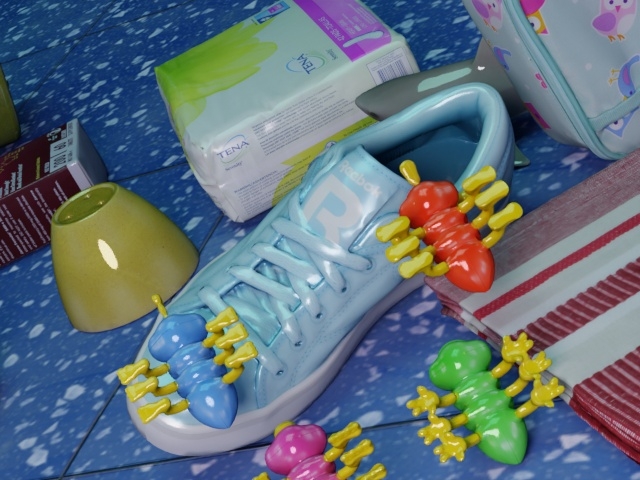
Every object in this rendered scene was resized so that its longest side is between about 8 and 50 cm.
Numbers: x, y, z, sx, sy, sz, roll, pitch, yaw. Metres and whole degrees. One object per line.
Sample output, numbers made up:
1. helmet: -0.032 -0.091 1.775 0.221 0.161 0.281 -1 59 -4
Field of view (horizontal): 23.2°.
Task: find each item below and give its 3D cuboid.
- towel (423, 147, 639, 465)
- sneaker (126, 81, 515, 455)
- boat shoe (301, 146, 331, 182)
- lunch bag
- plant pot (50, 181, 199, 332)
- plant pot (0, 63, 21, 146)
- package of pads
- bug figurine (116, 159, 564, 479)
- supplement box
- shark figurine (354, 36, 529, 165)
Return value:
1. towel: 0.239 0.031 1.021 0.237 0.037 0.329 -31 27 -11
2. sneaker: 0.000 0.000 1.132 0.135 0.150 0.366 37 62 23
3. boat shoe: 0.055 -0.051 1.326 0.183 0.066 0.066 -16 31 45
4. lunch bag: 0.265 -0.210 1.233 0.279 0.224 0.108 -39 23 -10
5. plant pot: -0.190 0.004 1.415 0.134 0.095 0.134 -22 27 11
6. plant pot: -0.564 -0.181 1.882 0.353 0.366 0.366 -21 24 -11
7. package of pads: -0.038 -0.146 1.539 0.229 0.101 0.296 -29 25 -3
8. bug figurine: 0.022 0.078 1.008 0.279 0.072 0.216 -27 64 -1
9. supplement box: -0.346 -0.028 1.654 0.239 0.073 0.130 -27 26 4
10. shark figurine: 0.180 -0.171 1.346 0.278 0.116 0.166 -30 40 -16
